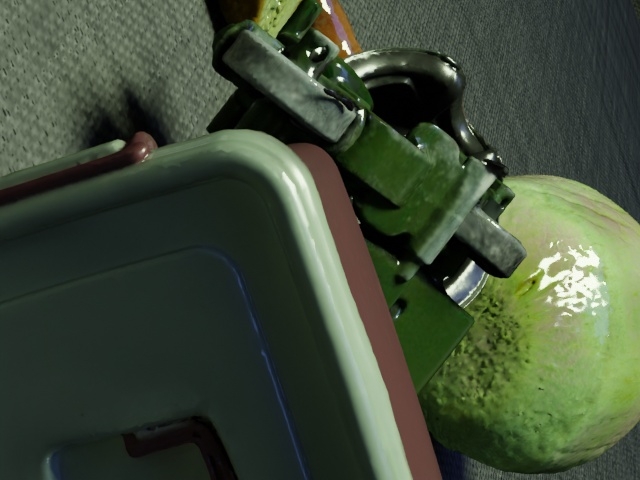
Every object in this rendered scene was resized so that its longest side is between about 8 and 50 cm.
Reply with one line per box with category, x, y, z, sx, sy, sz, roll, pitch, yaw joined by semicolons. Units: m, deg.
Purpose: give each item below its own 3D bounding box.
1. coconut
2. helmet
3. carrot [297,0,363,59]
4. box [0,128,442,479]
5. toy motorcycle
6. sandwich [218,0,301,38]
coconut;0.146;0.055;1.210;0.236;0.204;0.236;26;13;-7
helmet;0.029;-0.035;1.076;0.153;0.107;0.177;-30;110;-31
carrot;-0.016;-0.181;1.180;0.224;0.057;0.057;64;22;-14
box;-0.044;0.099;0.688;0.167;0.193;0.294;-40;113;-74
toy motorcycle;0.000;0.000;0.927;0.275;0.205;0.127;36;5;-41
sandwich;-0.046;-0.249;1.081;0.094;0.096;0.258;-16;88;-65
